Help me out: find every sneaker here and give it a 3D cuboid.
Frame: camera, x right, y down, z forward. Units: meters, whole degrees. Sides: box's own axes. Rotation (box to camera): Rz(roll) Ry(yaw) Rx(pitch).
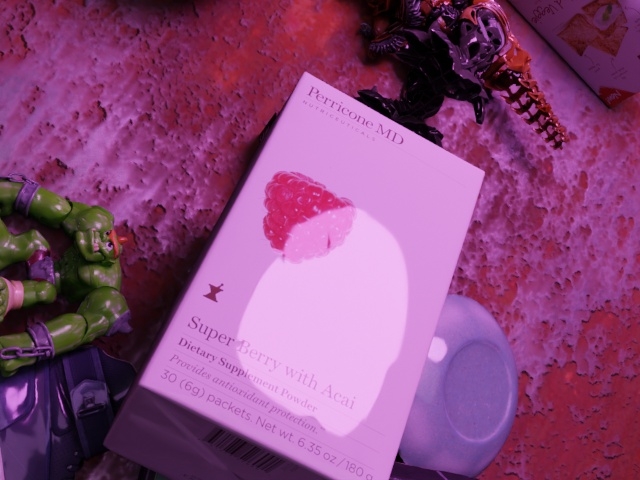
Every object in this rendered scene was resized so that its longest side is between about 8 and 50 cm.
[{"bbox_3d":[-0.208,0.203,0.716,0.163,0.086,0.226,-10,87,-25],"label":"sneaker"}]

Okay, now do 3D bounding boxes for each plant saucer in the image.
[{"bbox_3d":[0.148,0.151,0.840,0.195,0.037,0.195,4,84,-38],"label":"plant saucer"}]

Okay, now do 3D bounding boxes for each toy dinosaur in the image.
[{"bbox_3d":[0.145,-0.218,0.907,0.322,0.164,0.218,26,52,11],"label":"toy dinosaur"}]

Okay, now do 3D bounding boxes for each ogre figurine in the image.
[{"bbox_3d":[-0.236,0.023,0.742,0.118,0.097,0.197,0,33,-26],"label":"ogre figurine"}]

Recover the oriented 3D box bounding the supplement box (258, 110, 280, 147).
[{"bbox_3d":[0.000,0.000,0.840,0.130,0.073,0.239,7,75,-17],"label":"supplement box"}]

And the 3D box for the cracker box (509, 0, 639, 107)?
[{"bbox_3d":[0.325,-0.281,0.970,0.232,0.156,0.067,44,68,-4],"label":"cracker box"}]

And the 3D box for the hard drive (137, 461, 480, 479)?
[{"bbox_3d":[-0.012,0.304,0.737,0.339,0.064,0.237,14,91,-16],"label":"hard drive"}]

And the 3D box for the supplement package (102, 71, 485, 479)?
[{"bbox_3d":[-0.016,0.051,0.656,0.177,0.175,0.293,28,57,-7],"label":"supplement package"}]
